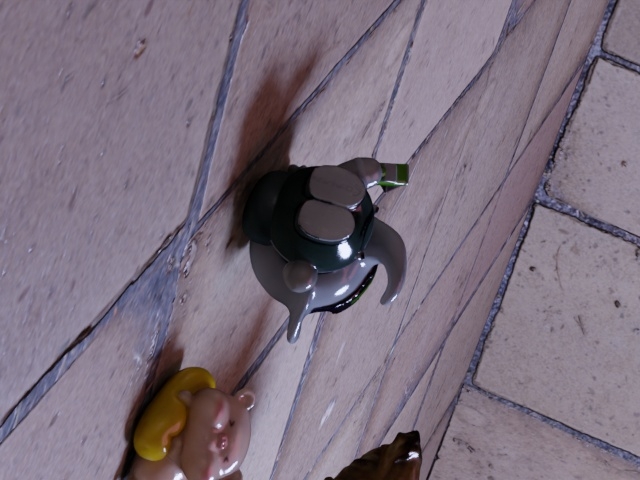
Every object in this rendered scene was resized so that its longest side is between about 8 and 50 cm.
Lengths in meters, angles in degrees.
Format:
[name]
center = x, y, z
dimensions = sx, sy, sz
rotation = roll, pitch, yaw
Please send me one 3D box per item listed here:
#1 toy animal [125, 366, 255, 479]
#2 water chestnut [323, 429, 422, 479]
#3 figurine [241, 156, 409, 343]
[toy animal]
center = -0.094, 0.154, 1.383
dimensions = 0.114, 0.082, 0.091
rotation = -66, 168, 9
[water chestnut]
center = 0.021, 0.332, 1.671
dimensions = 0.347, 0.335, 0.335
rotation = -66, 170, 17
[figurine]
center = 0.000, 0.000, 1.415
dimensions = 0.192, 0.126, 0.147
rotation = 120, -21, -72
